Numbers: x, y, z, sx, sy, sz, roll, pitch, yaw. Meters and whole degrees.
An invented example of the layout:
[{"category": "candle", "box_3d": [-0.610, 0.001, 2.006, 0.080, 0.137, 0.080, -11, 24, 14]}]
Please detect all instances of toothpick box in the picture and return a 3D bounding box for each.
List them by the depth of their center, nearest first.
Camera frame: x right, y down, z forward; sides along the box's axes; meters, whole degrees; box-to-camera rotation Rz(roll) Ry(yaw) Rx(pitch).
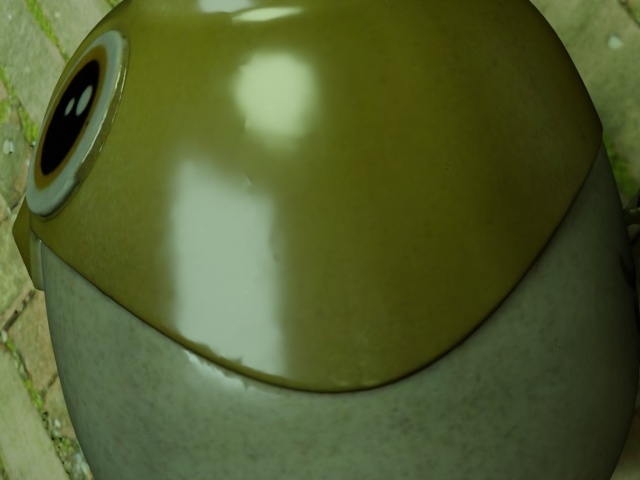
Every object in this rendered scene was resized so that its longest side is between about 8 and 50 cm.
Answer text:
[{"category": "toothpick box", "box_3d": [0.000, 0.000, 1.329, 0.409, 0.409, 0.425, -11, 89, 43]}]

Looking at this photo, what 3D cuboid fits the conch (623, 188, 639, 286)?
[{"category": "conch", "box_3d": [0.294, -0.021, 1.235, 0.291, 0.159, 0.210, 138, 117, -83]}]
